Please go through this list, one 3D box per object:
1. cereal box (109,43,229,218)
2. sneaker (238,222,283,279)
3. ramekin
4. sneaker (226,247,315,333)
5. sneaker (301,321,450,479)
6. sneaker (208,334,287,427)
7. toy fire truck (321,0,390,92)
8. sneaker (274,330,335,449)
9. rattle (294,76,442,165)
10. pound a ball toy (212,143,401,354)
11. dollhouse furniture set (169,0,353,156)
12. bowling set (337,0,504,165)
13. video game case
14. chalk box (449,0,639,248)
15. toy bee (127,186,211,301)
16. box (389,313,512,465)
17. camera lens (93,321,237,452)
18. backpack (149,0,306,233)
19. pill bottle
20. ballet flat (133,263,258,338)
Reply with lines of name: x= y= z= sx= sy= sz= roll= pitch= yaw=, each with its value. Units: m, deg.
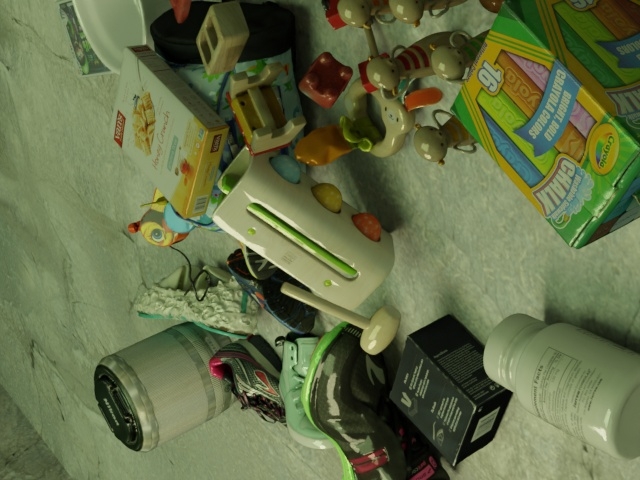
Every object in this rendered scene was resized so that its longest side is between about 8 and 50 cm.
cereal box: x=-0.243 y=-0.172 z=1.786 sx=0.240 sy=0.047 sz=0.173 roll=44 pitch=133 yaw=32
sneaker: x=-0.128 y=-0.030 z=2.094 sx=0.094 sy=0.081 sz=0.208 roll=-8 pitch=94 yaw=60
ramekin: x=-0.333 y=-0.447 z=2.058 sx=0.277 sy=0.135 sz=0.277 roll=35 pitch=138 yaw=40
sneaker: x=-0.083 y=0.098 z=2.124 sx=0.221 sy=0.083 sz=0.087 roll=45 pitch=163 yaw=32
sneaker: x=0.116 y=0.342 z=1.910 sx=0.202 sy=0.185 sz=0.482 roll=4 pitch=121 yaw=43
sneaker: x=-0.101 y=0.309 z=2.250 sx=0.299 sy=0.112 sz=0.120 roll=38 pitch=139 yaw=37
toy fire truck: x=0.049 y=-0.318 z=1.600 sx=0.135 sy=0.047 sz=0.192 roll=41 pitch=-146 yaw=-53
sneaker: x=-0.022 y=0.260 z=2.056 sx=0.256 sy=0.094 sz=0.151 roll=-128 pitch=36 yaw=-59
rattle: x=0.063 y=-0.178 z=1.633 sx=0.200 sy=0.143 sz=0.130 roll=-2 pitch=90 yaw=64
pound a ball toy: x=0.000 y=0.000 z=1.708 sx=0.319 sy=0.208 sz=0.136 roll=34 pitch=113 yaw=-18
dollhouse furniture set: x=-0.085 y=-0.312 z=1.651 sx=0.374 sy=0.201 sz=0.152 roll=68 pitch=159 yaw=9
bowling set: x=0.144 y=-0.264 z=1.423 sx=0.287 sy=0.154 sz=0.200 roll=54 pitch=148 yaw=18
video game case: x=-0.500 y=-0.436 z=2.437 sx=0.190 sy=0.022 sz=0.173 roll=6 pitch=116 yaw=56
chalk box: x=0.315 y=-0.125 z=1.233 sx=0.289 sy=0.180 sz=0.179 roll=51 pitch=147 yaw=21
toy bee: x=-0.293 y=-0.051 z=2.187 sx=0.162 sy=0.195 sz=0.298 roll=9 pitch=81 yaw=18
box: x=0.199 y=0.227 z=1.742 sx=0.158 sy=0.093 sz=0.156 roll=45 pitch=144 yaw=29
camera lens: x=-0.328 y=0.308 z=2.440 sx=0.219 sy=0.274 sz=0.219 roll=37 pitch=139 yaw=40
backpack: x=-0.150 y=-0.188 z=1.880 sx=0.290 sy=0.273 sz=0.355 roll=18 pitch=138 yaw=43
pill bottle: x=0.326 y=0.179 z=1.473 sx=0.229 sy=0.131 sz=0.131 roll=26 pitch=131 yaw=48
ballet flat: x=-0.247 y=0.116 z=2.359 sx=0.409 sy=0.147 sz=0.147 roll=5 pitch=115 yaw=53
